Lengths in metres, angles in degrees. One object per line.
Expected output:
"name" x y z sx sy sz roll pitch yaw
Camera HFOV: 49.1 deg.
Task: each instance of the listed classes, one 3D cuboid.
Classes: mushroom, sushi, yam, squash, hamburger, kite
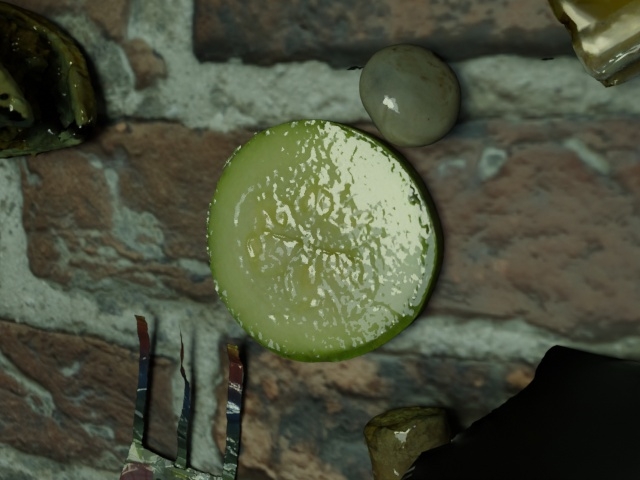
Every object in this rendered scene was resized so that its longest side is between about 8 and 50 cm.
"mushroom" 0.067 -0.110 0.560 0.085 0.085 0.079 58 159 5
"sushi" 0.201 0.223 0.460 0.215 0.227 0.213 3 121 56
"yam" 0.108 0.318 0.613 0.081 0.081 0.357 -10 94 26
"squash" -0.002 0.001 0.622 0.219 0.041 0.219 5 102 24
"hamburger" -0.376 -0.166 0.695 0.287 0.167 0.193 -7 98 27
"kite" -0.148 0.256 0.753 0.204 0.022 0.361 17 111 22

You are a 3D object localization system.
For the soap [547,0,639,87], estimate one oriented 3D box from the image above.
"soap" 0.252 -0.230 0.428 0.257 0.080 0.160 -31 77 27
